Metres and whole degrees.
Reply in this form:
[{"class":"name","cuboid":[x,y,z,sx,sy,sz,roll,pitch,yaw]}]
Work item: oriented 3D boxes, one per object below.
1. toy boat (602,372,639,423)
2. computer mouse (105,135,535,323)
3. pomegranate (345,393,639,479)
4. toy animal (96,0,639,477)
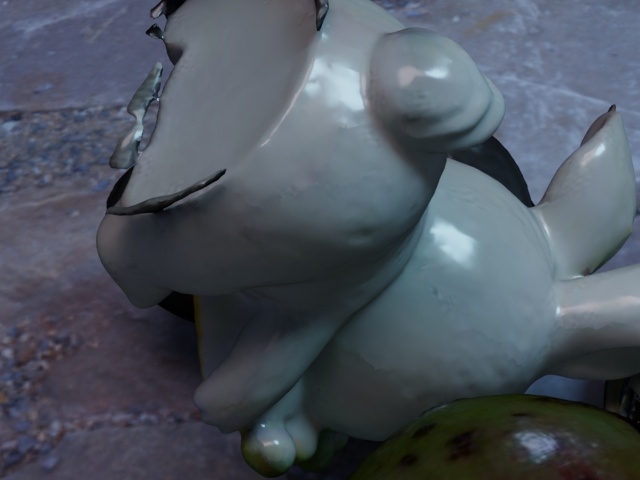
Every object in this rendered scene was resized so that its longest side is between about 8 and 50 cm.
[{"class":"toy boat","cuboid":[0.186,0.113,0.881,0.084,0.066,0.210,9,47,21]},{"class":"computer mouse","cuboid":[0.000,0.000,1.016,0.269,0.086,0.137,-3,57,-9]},{"class":"pomegranate","cuboid":[0.071,0.201,0.734,0.242,0.306,0.242,14,63,-29]},{"class":"toy animal","cuboid":[0.040,-0.006,0.846,0.247,0.310,0.183,-38,37,18]}]
